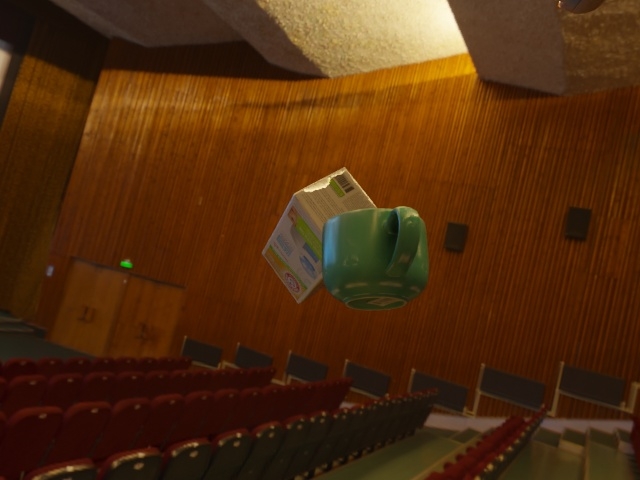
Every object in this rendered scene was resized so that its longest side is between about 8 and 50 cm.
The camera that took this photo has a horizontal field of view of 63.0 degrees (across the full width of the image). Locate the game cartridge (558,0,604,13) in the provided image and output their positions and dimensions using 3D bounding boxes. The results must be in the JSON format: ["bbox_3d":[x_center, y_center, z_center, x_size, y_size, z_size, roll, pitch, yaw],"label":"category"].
[{"bbox_3d":[0.235,-0.305,0.312,0.062,0.297,0.198,23,20,7],"label":"game cartridge"}]

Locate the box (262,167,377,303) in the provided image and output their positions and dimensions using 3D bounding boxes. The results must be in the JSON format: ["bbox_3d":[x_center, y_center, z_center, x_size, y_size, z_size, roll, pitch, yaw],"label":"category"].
[{"bbox_3d":[0.000,0.000,0.814,0.114,0.103,0.203,53,-31,9],"label":"box"}]

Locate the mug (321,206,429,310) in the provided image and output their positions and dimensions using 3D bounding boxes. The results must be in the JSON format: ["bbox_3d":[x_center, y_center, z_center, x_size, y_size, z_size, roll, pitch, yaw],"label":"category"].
[{"bbox_3d":[0.062,0.026,0.620,0.129,0.098,0.158,-5,-19,16],"label":"mug"}]
